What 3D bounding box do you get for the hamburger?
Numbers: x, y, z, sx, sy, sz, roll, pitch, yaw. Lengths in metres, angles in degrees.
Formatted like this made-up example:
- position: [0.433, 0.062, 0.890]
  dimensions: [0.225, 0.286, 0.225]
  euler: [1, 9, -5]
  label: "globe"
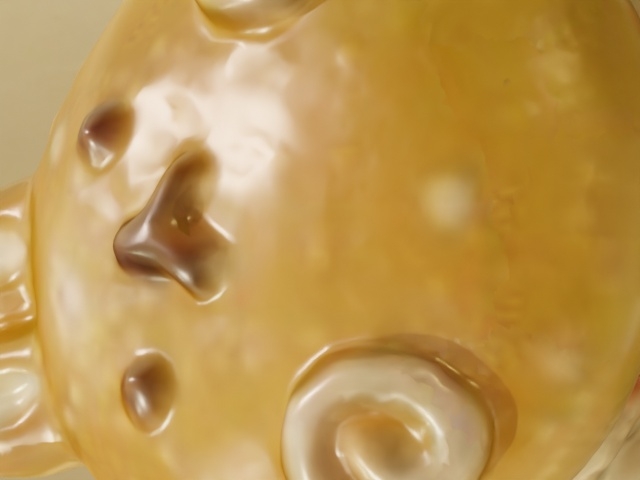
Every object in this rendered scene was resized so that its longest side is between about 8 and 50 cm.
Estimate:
- position: [0.000, 0.000, 0.651]
  dimensions: [0.303, 0.186, 0.261]
  euler: [-8, 80, 39]
  label: "hamburger"
